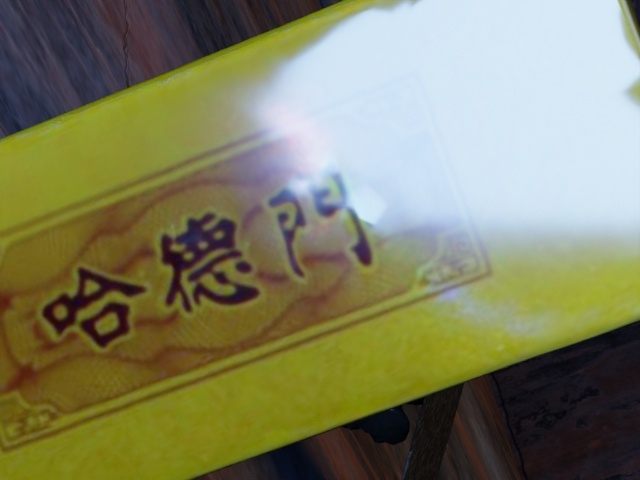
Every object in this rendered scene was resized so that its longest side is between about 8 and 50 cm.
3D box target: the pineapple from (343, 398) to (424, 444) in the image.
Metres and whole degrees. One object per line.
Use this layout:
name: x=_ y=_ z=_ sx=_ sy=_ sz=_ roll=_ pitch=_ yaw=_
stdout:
pineapple: x=0.028 y=0.019 z=1.044 sx=0.357 sy=0.223 sz=0.223 roll=-82 pitch=151 yaw=-55

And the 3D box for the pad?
pad: x=0.078 y=0.140 z=1.034 sx=0.158 sy=0.003 sz=0.235 roll=-53 pitch=159 yaw=-52

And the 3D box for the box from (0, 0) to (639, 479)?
box: x=0.000 y=0.001 z=0.595 sx=0.415 sy=0.264 sz=0.115 roll=-15 pitch=83 yaw=-80
